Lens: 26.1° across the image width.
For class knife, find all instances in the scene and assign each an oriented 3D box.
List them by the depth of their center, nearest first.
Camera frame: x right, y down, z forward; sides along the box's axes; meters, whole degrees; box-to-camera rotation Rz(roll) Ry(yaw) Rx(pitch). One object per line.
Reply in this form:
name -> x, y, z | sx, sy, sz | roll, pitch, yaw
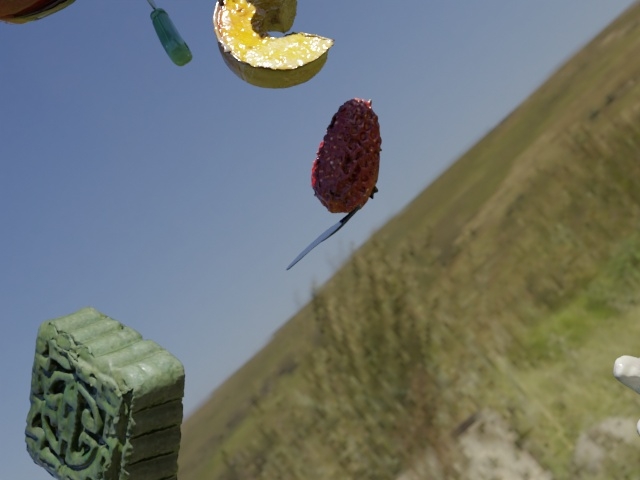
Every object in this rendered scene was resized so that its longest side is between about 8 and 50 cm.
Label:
knife -> -0.281, -0.392, 2.277 | 0.034, 0.260, 0.063 | -34, -23, 8

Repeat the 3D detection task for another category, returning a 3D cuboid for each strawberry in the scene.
strawberry -> 0.032, -0.133, 2.189 | 0.082, 0.121, 0.188 | -15, -63, -52

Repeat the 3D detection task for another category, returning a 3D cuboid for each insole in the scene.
insole -> 0.000, 0.000, 1.987 | 0.086, 0.005, 0.253 | -46, 3, -23

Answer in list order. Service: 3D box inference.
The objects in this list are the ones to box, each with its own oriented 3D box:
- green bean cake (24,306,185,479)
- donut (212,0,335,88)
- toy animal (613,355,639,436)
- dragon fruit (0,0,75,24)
green bean cake -> -0.232, 0.182, 1.468 | 0.094, 0.183, 0.185 | -11, -61, -45
donut -> -0.072, -0.271, 1.831 | 0.146, 0.181, 0.078 | -17, -32, -15
toy animal -> 0.569, 0.273, 1.845 | 0.188, 0.266, 0.308 | -40, 27, 21
dragon fruit -> -0.461, -0.523, 2.248 | 0.225, 0.305, 0.305 | -18, 5, 22
